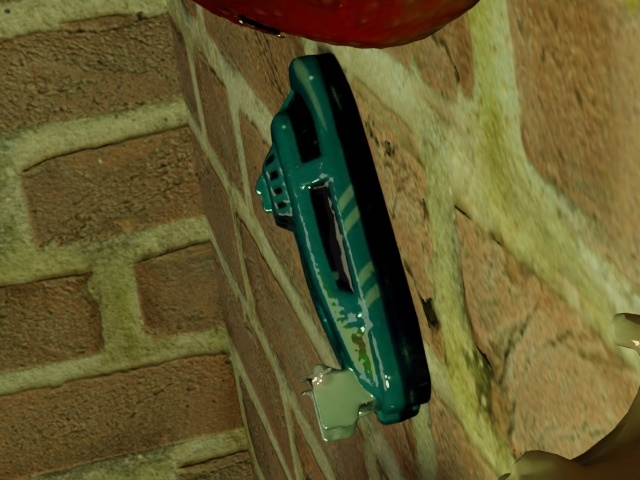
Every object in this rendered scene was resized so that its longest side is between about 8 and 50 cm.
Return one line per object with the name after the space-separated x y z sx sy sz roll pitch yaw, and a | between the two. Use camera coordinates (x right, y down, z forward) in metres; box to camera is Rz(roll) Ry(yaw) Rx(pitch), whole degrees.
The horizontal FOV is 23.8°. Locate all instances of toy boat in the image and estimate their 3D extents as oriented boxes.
0.000 0.000 1.181 0.134 0.092 0.298 97 158 -73 | toy boat

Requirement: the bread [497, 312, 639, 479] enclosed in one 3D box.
0.121 0.143 0.372 0.224 0.184 0.211 -110 11 -51 | bread

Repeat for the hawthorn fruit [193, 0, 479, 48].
-0.020 -0.165 0.647 0.181 0.235 0.181 170 90 -66 | hawthorn fruit
